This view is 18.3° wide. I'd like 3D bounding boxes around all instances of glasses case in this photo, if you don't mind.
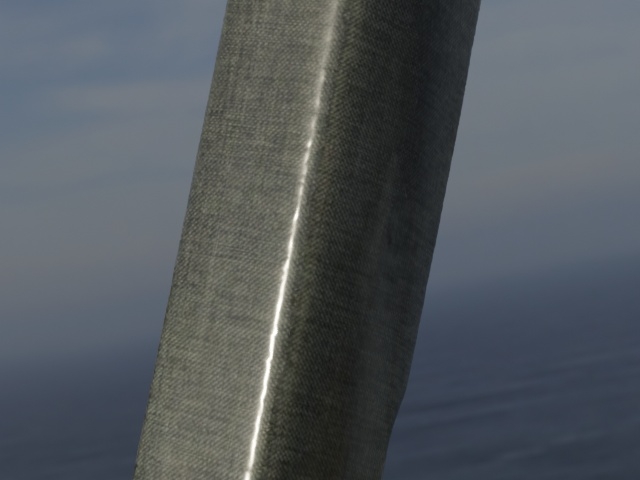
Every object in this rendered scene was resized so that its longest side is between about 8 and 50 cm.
[{"bbox_3d":[0.000,0.000,0.534,0.047,0.205,0.071,5,-9,36],"label":"glasses case"}]
